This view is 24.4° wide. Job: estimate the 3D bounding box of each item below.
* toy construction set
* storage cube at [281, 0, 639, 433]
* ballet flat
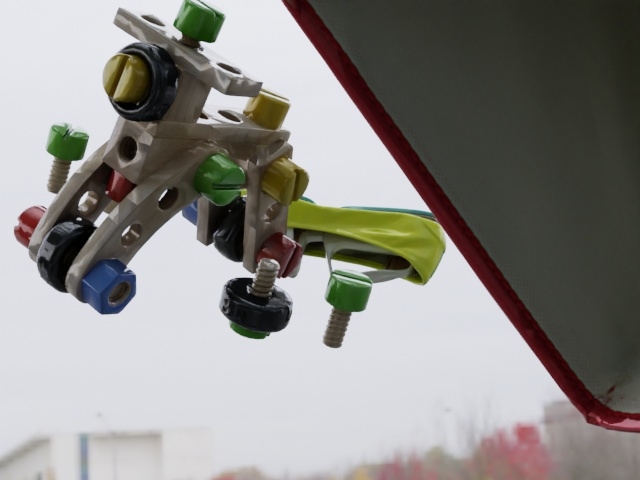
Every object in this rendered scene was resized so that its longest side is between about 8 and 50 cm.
[{"bbox_3d":[-0.111,-0.093,1.192,0.257,0.237,0.309,5,23,-29],"label":"toy construction set"},{"bbox_3d":[0.132,-0.080,0.391,0.193,0.215,0.184,-43,13,-24],"label":"storage cube"},{"bbox_3d":[0.000,0.000,1.366,0.231,0.077,0.077,8,-24,6],"label":"ballet flat"}]
